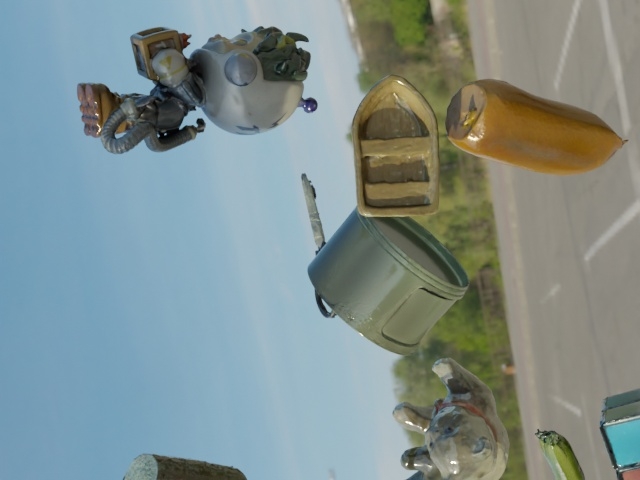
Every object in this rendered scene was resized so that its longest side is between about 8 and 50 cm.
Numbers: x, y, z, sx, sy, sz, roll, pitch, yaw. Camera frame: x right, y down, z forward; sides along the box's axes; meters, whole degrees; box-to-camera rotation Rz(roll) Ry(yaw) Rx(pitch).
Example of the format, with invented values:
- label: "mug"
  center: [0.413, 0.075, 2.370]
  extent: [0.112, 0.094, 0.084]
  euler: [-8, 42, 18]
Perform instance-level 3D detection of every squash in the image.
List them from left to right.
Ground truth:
- label: "squash"
  center: [0.400, 0.365, 1.685]
  extent: [0.183, 0.052, 0.052]
  euler: [57, -159, -36]

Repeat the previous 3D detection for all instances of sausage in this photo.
- label: "sausage"
  center: [0.329, -0.152, 1.471]
  extent: [0.112, 0.328, 0.112]
  euler: [-24, 61, 54]

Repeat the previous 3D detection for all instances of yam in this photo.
- label: "yam"
  center: [-0.135, 0.251, 1.042]
  extent: [0.132, 0.054, 0.054]
  euler: [22, -129, -41]

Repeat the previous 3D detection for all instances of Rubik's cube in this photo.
- label: "Rubik's cube"
  center: [0.593, 0.350, 1.738]
  extent: [0.180, 0.183, 0.167]
  euler: [68, -162, 0]

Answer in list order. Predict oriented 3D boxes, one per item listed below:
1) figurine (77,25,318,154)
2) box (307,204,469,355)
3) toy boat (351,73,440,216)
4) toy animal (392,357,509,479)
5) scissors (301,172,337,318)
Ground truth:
- label: "figurine"
  center: [-0.188, -0.251, 1.609]
  extent: [0.261, 0.381, 0.186]
  euler: [40, 136, 55]
- label: "box"
  center: [0.111, 0.057, 1.652]
  extent: [0.226, 0.149, 0.226]
  euler: [35, -163, -13]
- label: "toy boat"
  center: [0.098, -0.125, 1.360]
  extent: [0.061, 0.116, 0.188]
  euler: [158, 110, -88]
- label: "toy animal"
  center: [0.237, 0.413, 1.852]
  extent: [0.266, 0.308, 0.188]
  euler: [31, -159, -33]
- label: "scissors"
  center: [0.000, 0.000, 1.878]
  extent: [0.109, 0.022, 0.300]
  euler: [-49, 45, 46]
